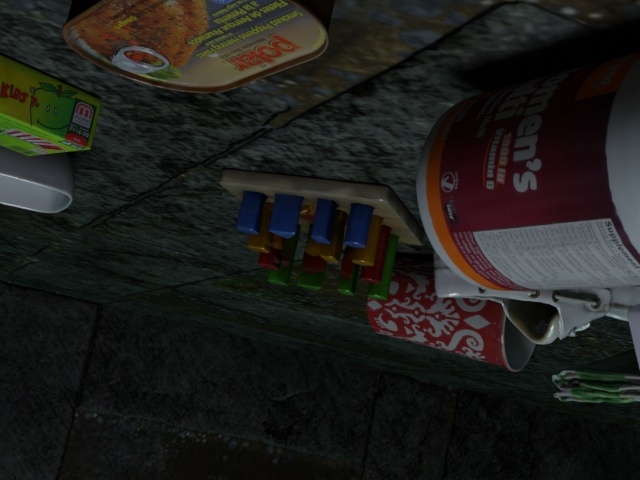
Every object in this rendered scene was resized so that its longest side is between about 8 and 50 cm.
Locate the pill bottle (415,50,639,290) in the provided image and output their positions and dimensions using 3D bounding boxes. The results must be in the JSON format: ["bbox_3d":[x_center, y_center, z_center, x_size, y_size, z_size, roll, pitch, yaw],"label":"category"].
[{"bbox_3d":[0.162,-0.035,0.528,0.121,0.121,0.221,18,166,-31],"label":"pill bottle"}]

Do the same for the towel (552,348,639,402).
[{"bbox_3d":[0.442,0.132,1.094,0.248,0.038,0.325,-11,179,-29],"label":"towel"}]

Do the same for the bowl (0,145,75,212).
[{"bbox_3d":[-0.304,-0.073,0.966,0.142,0.053,0.142,16,168,-20],"label":"bowl"}]

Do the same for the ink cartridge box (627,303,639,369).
[{"bbox_3d":[0.332,0.014,0.524,0.311,0.065,0.186,-16,-174,-34],"label":"ink cartridge box"}]

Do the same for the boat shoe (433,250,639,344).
[{"bbox_3d":[0.215,0.053,0.968,0.277,0.096,0.098,17,167,-27],"label":"boat shoe"}]

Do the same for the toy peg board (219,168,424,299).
[{"bbox_3d":[0.000,0.000,0.964,0.161,0.079,0.160,7,168,19],"label":"toy peg board"}]

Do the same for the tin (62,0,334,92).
[{"bbox_3d":[-0.067,-0.121,0.546,0.106,0.040,0.190,23,164,-32],"label":"tin"}]

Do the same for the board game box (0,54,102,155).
[{"bbox_3d":[-0.266,-0.114,0.751,0.092,0.043,0.181,-1,164,44],"label":"board game box"}]

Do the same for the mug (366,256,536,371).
[{"bbox_3d":[0.154,0.080,1.136,0.169,0.113,0.150,8,167,31],"label":"mug"}]
